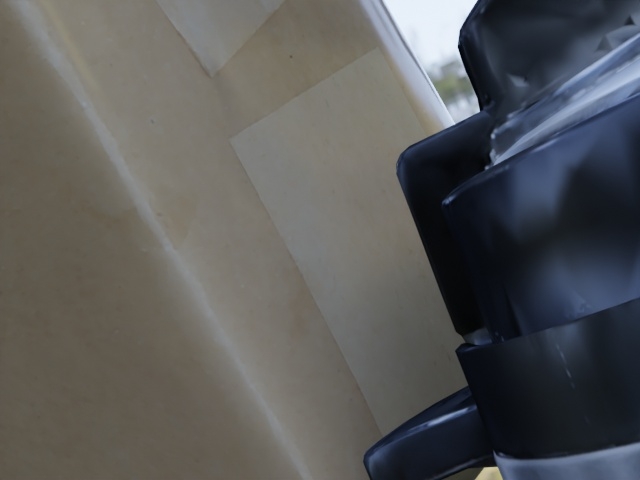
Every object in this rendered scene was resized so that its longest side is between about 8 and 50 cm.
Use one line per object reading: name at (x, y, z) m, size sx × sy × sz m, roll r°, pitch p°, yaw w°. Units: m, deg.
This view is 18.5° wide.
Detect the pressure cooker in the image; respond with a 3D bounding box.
pressure cooker at (0.233, 0.039, 0.434) m, size 0.370 × 0.420 × 0.375 m, roll -23°, pitch -3°, yaw -16°

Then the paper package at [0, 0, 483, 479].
paper package at (-0.126, -0.014, 0.671) m, size 0.309 × 0.325 × 0.168 m, roll -24°, pitch 11°, yaw 37°
